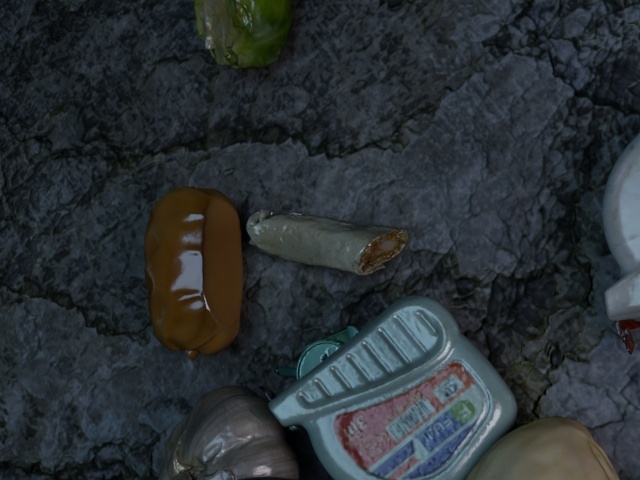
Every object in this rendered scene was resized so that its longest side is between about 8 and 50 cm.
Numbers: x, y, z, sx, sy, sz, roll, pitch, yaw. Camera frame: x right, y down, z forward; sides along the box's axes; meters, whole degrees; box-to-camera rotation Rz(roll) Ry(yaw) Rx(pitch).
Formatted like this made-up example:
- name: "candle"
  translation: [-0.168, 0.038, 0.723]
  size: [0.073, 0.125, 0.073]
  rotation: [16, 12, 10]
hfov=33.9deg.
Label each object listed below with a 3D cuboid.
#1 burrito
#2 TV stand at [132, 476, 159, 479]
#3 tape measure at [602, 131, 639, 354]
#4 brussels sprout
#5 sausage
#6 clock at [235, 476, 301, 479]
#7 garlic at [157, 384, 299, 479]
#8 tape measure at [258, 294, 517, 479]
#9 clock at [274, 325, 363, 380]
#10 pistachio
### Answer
- name: "burrito"
  translation: [0.000, 0.000, 1.422]
  size: [0.226, 0.087, 0.060]
  rotation: [11, 126, 29]
- name: "TV stand"
  translation: [-0.201, 0.455, 1.401]
  size: [0.083, 0.088, 0.269]
  rotation: [-35, 66, 14]
- name: "tape measure"
  translation: [0.446, -0.022, 1.187]
  size: [0.258, 0.130, 0.265]
  rotation: [-12, 73, 24]
- name: "brussels sprout"
  translation: [-0.104, -0.329, 1.521]
  size: [0.149, 0.122, 0.151]
  rotation: [60, 140, 30]
- name: "sausage"
  translation: [-0.176, 0.044, 1.466]
  size: [0.136, 0.120, 0.241]
  rotation: [-17, 71, 36]
- name: "clock"
  translation: [-0.060, 0.402, 1.261]
  size: [0.280, 0.280, 0.055]
  rotation: [-28, 27, 17]
- name: "garlic"
  translation: [-0.122, 0.302, 1.344]
  size: [0.228, 0.152, 0.228]
  rotation: [-1, 89, 59]
- name: "tape measure"
  translation: [0.094, 0.205, 1.277]
  size: [0.243, 0.125, 0.246]
  rotation: [-38, 77, -2]
- name: "clock"
  translation: [0.009, 0.177, 1.391]
  size: [0.135, 0.041, 0.101]
  rotation: [-22, 70, 19]
- name: "pistachio"
  translation: [0.229, 0.340, 1.167]
  size: [0.187, 0.187, 0.299]
  rotation: [29, 92, 27]
